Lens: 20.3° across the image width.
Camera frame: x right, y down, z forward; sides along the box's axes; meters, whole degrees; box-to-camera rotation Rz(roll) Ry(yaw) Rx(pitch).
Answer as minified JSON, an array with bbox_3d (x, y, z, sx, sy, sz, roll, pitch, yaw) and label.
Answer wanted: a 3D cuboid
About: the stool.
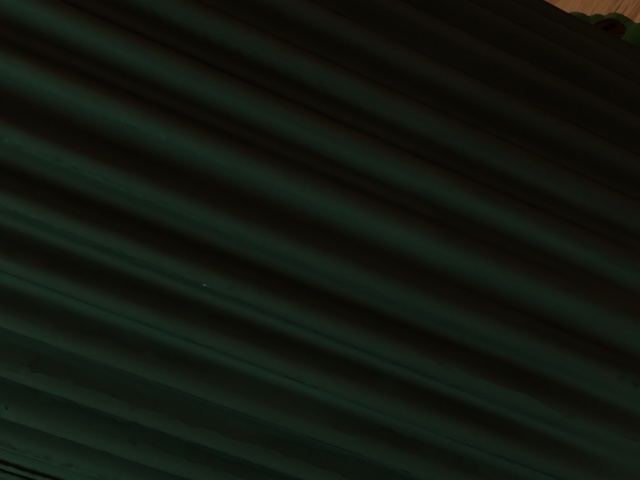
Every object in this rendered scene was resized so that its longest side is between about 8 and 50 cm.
[{"bbox_3d":[0.000,0.000,0.765,0.297,0.330,0.297,-159,90,-88],"label":"stool"}]

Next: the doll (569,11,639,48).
[{"bbox_3d":[0.158,-0.087,1.103,0.113,0.076,0.078,113,169,-45],"label":"doll"}]
